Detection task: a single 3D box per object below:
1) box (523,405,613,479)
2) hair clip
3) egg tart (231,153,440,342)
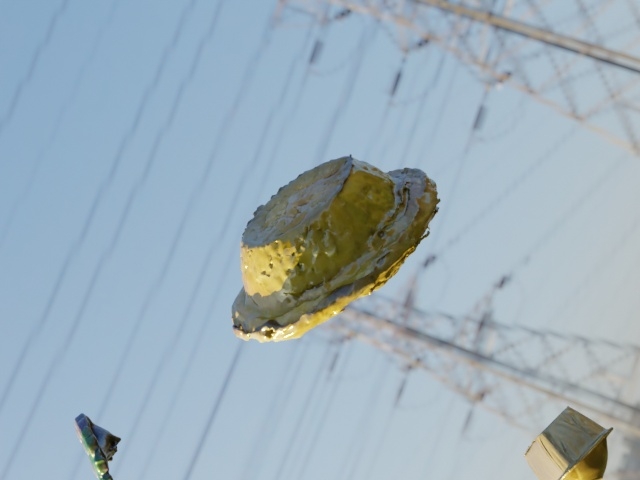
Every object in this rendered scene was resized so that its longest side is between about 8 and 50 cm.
[{"bbox_3d":[0.348,0.299,2.327,0.177,0.111,0.111,99,-164,-70],"label":"box"},{"bbox_3d":[-0.294,0.293,2.289,0.052,0.124,0.195,-27,8,-6],"label":"hair clip"},{"bbox_3d":[0.000,0.000,1.912,0.118,0.288,0.288,51,-132,-21],"label":"egg tart"}]
